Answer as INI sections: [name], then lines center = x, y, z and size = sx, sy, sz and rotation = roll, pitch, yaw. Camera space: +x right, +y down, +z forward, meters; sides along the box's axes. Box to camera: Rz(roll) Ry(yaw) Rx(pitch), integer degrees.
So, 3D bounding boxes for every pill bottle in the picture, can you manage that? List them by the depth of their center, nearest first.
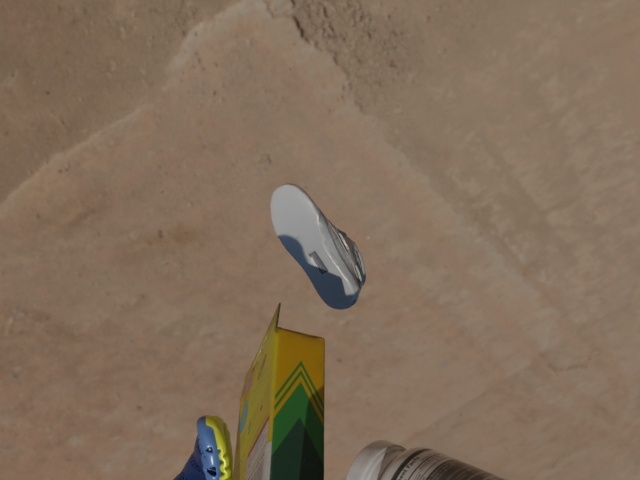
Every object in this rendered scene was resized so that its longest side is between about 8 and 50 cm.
[pill bottle]
center = 0.234, 0.524, 1.415
size = 0.210, 0.363, 0.210
rotation = -8, 102, -42

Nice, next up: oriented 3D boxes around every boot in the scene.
[boot]
center = 0.000, 0.000, 1.378
size = 0.095, 0.258, 0.123
rotation = -23, -169, 22

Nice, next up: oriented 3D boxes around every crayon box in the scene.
[crayon box]
center = -0.063, 0.273, 1.061
size = 0.081, 0.318, 0.202
rotation = 15, 132, -13

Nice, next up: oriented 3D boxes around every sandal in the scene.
[sandal]
center = -0.241, 0.494, 1.459
size = 0.138, 0.126, 0.317
rotation = 2, 106, -7
